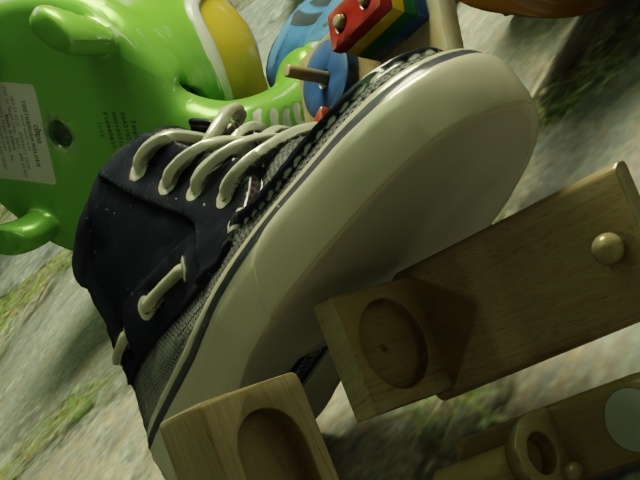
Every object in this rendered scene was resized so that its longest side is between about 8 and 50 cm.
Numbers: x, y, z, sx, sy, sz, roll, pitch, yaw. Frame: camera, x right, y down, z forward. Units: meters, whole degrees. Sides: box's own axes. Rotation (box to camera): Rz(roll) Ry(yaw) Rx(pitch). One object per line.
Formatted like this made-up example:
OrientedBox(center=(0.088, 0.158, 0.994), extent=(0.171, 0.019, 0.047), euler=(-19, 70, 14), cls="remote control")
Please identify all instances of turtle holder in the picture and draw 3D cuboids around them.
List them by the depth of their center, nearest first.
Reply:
OrientedBox(center=(-0.142, -0.128, 1.182), extent=(0.320, 0.243, 0.227), euler=(-30, 5, 42), cls="turtle holder")

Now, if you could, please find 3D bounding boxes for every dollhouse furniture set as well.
OrientedBox(center=(0.049, 0.070, 0.512), extent=(0.151, 0.144, 0.123), euler=(-13, -12, -46), cls="dollhouse furniture set")

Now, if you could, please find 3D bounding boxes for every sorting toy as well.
OrientedBox(center=(0.021, -0.064, 0.769), extent=(0.132, 0.046, 0.274), euler=(-38, 53, 49), cls="sorting toy")

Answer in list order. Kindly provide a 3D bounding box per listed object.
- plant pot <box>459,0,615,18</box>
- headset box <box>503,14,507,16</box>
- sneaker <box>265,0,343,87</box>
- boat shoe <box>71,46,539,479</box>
OrientedBox(center=(0.168, -0.218, 0.799), extent=(0.205, 0.205, 0.188), euler=(-51, 34, -11), cls="plant pot")
OrientedBox(center=(0.141, -0.316, 0.992), extent=(0.293, 0.218, 0.110), euler=(-54, 19, -24), cls="headset box")
OrientedBox(center=(0.023, -0.171, 1.199), extent=(0.209, 0.069, 0.082), euler=(-34, 26, 35), cls="sneaker")
OrientedBox(center=(-0.035, -0.015, 0.689), extent=(0.127, 0.158, 0.340), euler=(-18, -23, -36), cls="boat shoe")
